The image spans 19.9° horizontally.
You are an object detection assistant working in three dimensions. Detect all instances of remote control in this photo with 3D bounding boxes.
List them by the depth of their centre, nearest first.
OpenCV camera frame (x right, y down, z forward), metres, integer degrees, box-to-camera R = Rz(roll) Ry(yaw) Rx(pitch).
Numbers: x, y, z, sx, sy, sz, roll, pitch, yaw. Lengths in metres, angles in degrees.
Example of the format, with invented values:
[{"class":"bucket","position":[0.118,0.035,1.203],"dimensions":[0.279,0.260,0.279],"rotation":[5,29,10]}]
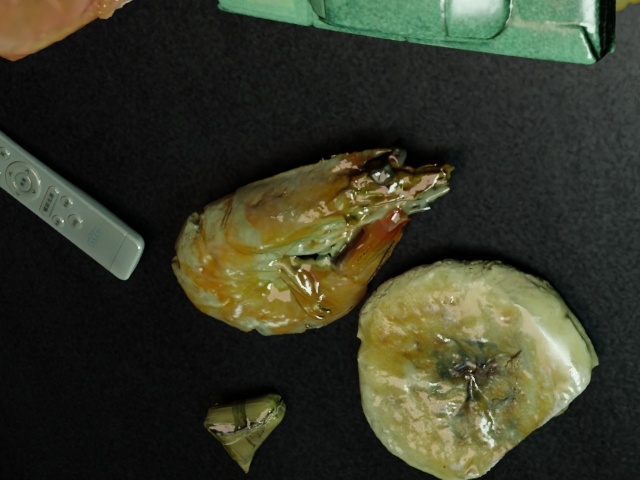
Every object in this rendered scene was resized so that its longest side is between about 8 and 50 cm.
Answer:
[{"class":"remote control","position":[-0.234,-0.036,1.644],"dimensions":[0.184,0.027,0.050],"rotation":[37,126,8]}]

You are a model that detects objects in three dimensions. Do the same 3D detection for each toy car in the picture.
[{"class":"toy car","position":[0.057,-0.213,1.324],"dimensions":[0.320,0.097,0.141],"rotation":[10,122,24]}]

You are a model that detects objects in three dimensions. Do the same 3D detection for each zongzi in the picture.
[{"class":"zongzi","position":[-0.056,0.180,1.674],"dimensions":[0.076,0.040,0.083],"rotation":[-15,122,25]}]

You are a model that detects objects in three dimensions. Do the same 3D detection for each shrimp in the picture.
[{"class":"shrimp","position":[0.000,-0.001,1.533],"dimensions":[0.294,0.062,0.154],"rotation":[-25,116,37]}]

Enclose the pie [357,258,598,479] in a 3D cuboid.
[{"class":"pie","position":[0.117,0.102,1.536],"dimensions":[0.185,0.052,0.218],"rotation":[44,125,4]}]

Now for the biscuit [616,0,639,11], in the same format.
[{"class":"biscuit","position":[0.212,-0.254,1.301],"dimensions":[0.254,0.029,0.172],"rotation":[-20,108,33]}]

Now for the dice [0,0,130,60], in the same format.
[{"class":"dice","position":[-0.203,-0.257,1.411],"dimensions":[0.175,0.179,0.174],"rotation":[-21,107,38]}]
